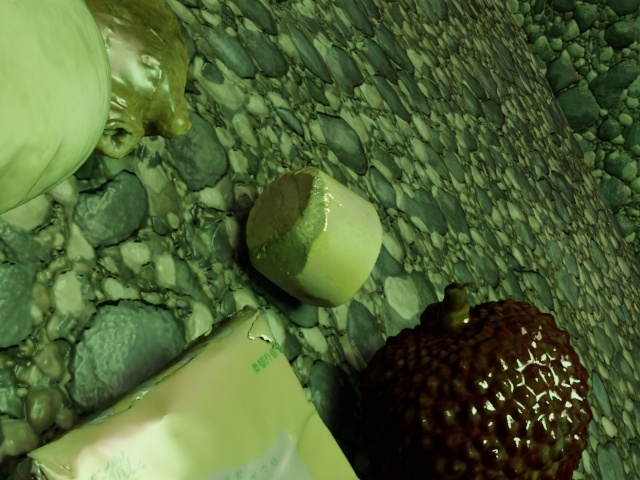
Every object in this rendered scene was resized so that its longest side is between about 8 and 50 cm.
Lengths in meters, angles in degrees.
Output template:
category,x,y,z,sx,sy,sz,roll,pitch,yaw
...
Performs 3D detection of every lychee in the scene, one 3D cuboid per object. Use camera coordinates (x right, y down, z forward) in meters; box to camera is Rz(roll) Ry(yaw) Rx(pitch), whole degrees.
category,x,y,z,sx,sy,sz,roll,pitch,yaw
lychee,0.175,0.184,0.854,0.264,0.264,0.299,-33,116,-58

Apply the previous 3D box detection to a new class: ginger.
category,x,y,z,sx,sy,sz,roll,pitch,yaw
ginger,-0.245,-0.180,0.711,0.270,0.123,0.218,-5,66,-45

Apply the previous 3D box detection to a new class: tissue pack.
category,x,y,z,sx,sy,sz,roll,pitch,yaw
tissue pack,-0.101,0.201,0.600,0.257,0.123,0.215,-35,96,-51

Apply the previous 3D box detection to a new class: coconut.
category,x,y,z,sx,sy,sz,roll,pitch,yaw
coconut,0.000,0.000,0.880,0.153,0.147,0.147,36,39,-36

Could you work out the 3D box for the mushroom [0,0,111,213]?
category,x,y,z,sx,sy,sz,roll,pitch,yaw
mushroom,-0.283,-0.068,0.410,0.315,0.315,0.355,29,44,-40
